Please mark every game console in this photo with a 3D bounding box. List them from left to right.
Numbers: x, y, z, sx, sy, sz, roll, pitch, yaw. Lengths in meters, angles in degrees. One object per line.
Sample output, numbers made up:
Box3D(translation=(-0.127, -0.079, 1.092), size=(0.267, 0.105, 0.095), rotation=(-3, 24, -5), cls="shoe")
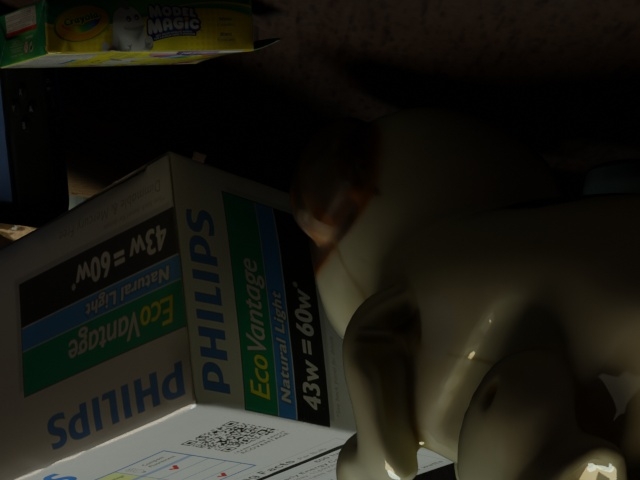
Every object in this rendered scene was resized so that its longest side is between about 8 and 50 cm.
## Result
Box3D(translation=(-0.377, -0.132, 1.552), size=(0.173, 0.250, 0.293), rotation=(-11, -169, -39), cls="game console")

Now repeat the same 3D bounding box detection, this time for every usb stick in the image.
Box3D(translation=(-0.017, -0.071, 1.660), size=(0.278, 0.045, 0.077), rotation=(19, 178, -18), cls="usb stick")

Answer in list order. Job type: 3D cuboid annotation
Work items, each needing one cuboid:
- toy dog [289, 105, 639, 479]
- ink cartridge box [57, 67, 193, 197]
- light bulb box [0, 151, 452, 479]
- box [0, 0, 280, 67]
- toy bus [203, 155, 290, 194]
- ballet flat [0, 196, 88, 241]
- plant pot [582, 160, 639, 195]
Box3D(translation=(0.132, 0.047, 1.253), size=(0.284, 0.395, 0.408), rotation=(-9, -151, -29), cls="toy dog")
Box3D(translation=(-0.269, -0.108, 1.741), size=(0.193, 0.088, 0.234), rotation=(22, 169, -40), cls="ink cartridge box")
Box3D(translation=(-0.122, 0.122, 1.584), size=(0.358, 0.225, 0.361), rotation=(-25, 152, 34), cls="light bulb box")
Box3D(translation=(-0.128, -0.147, 1.237), size=(0.179, 0.043, 0.105), rotation=(-2, -179, -29), cls="box")
Box3D(translation=(0.000, 0.000, 1.776), size=(0.211, 0.149, 0.220), rotation=(1, 162, 34), cls="toy bus")
Box3D(translation=(-0.399, -0.075, 2.210), size=(0.342, 0.116, 0.124), rotation=(23, 150, -20), cls="ballet flat")
Box3D(translation=(0.335, 0.075, 1.428), size=(0.293, 0.196, 0.293), rotation=(16, 172, 2), cls="plant pot")
